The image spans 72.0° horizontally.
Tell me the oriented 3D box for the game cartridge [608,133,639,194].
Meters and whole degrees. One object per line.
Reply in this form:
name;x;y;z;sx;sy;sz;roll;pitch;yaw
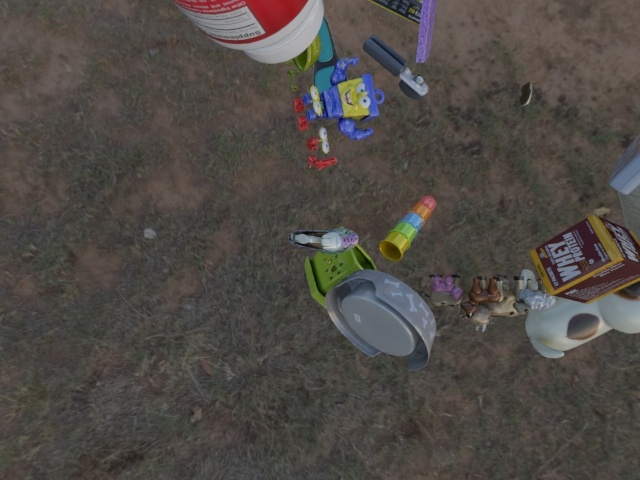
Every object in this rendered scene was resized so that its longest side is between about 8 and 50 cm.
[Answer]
game cartridge;0.774;-0.225;1.021;0.062;0.198;0.297;38;50;18

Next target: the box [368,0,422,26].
box;0.269;-0.943;1.635;0.321;0.079;0.257;24;52;-5

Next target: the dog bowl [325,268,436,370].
dog bowl;0.182;0.229;1.306;0.348;0.349;0.102;41;58;5

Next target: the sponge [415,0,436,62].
sponge;0.360;-0.723;1.490;0.031;0.210;0.117;13;37;19

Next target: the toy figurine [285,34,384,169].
toy figurine;0.051;-0.378;1.133;0.217;0.191;0.363;-13;93;-14

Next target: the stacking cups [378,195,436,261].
stacking cups;0.337;-0.055;1.611;0.096;0.096;0.316;43;58;6

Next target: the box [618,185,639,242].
box;0.982;-0.097;1.281;0.121;0.148;0.311;-34;121;3

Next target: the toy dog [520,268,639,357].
toy dog;0.935;0.223;1.532;0.395;0.407;0.285;-35;100;-49

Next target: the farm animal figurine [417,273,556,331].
farm animal figurine;0.525;0.201;1.430;0.326;0.330;0.172;0;89;-10

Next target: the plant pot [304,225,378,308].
plant pot;0.077;0.128;1.550;0.207;0.227;0.228;-35;36;14

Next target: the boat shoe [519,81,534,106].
boat shoe;0.923;-0.642;1.954;0.049;0.056;0.152;36;58;-21

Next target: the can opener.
can opener;0.260;-0.594;1.535;0.280;0.093;0.074;40;50;-7

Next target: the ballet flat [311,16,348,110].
ballet flat;0.022;-0.580;1.498;0.123;0.123;0.349;-13;89;-12

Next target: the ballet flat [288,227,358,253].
ballet flat;0.000;0.000;1.302;0.221;0.079;0.077;3;92;28

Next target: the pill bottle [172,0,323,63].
pill bottle;-0.127;-0.411;0.590;0.228;0.407;0.229;-1;86;15

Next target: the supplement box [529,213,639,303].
supplement box;0.696;0.055;1.135;0.194;0.191;0.129;13;51;-30
